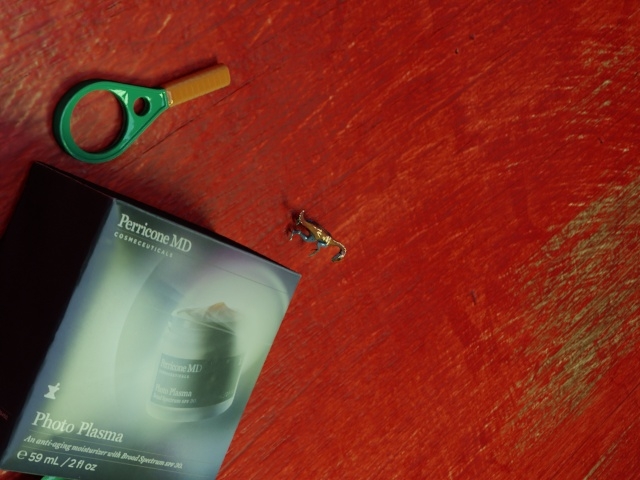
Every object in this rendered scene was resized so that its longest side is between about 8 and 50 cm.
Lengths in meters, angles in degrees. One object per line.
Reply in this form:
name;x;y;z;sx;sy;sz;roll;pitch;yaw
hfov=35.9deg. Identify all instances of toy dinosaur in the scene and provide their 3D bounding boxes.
toy dinosaur;0.000;0.000;1.358;0.082;0.090;0.047;22;77;-3

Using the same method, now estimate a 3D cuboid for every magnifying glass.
magnifying glass;-0.201;-0.158;1.136;0.231;0.026;0.092;-26;123;-32

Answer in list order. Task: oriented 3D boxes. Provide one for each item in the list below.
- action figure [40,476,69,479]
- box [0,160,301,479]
action figure;-0.363;0.351;1.153;0.232;0.063;0.137;-35;130;-34
box;-0.221;0.107;1.110;0.296;0.182;0.294;24;88;-47
